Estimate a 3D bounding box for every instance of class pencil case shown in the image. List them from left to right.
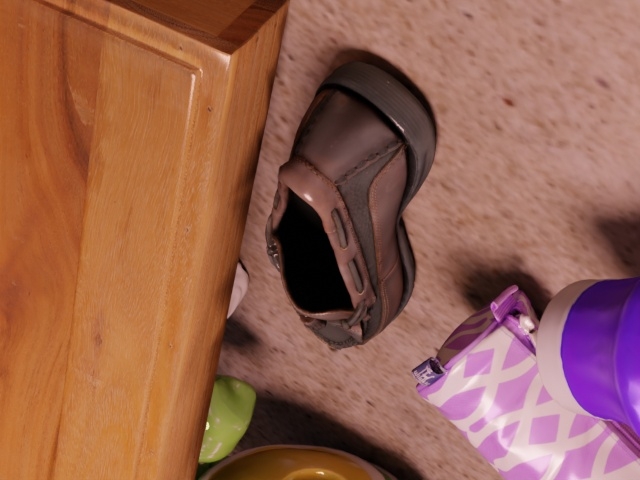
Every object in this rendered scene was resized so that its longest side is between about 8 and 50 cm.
[{"bbox_3d":[0.148,0.113,0.883,0.206,0.086,0.088,43,131,-2],"label":"pencil case"}]

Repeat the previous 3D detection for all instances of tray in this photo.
[{"bbox_3d":[-0.156,0.005,0.965,0.203,0.076,0.411,24,130,13],"label":"tray"}]

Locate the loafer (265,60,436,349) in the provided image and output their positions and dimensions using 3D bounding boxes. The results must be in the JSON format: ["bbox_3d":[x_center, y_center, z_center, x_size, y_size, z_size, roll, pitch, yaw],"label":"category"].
[{"bbox_3d":[0.000,0.000,0.915,0.096,0.084,0.267,36,155,15],"label":"loafer"}]

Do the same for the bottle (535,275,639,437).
[{"bbox_3d":[0.204,0.052,0.656,0.283,0.092,0.118,2,100,57],"label":"bottle"}]

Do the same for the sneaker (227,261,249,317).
[{"bbox_3d":[-0.154,0.023,1.083,0.232,0.115,0.090,31,154,-28],"label":"sneaker"}]

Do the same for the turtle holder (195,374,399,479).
[{"bbox_3d":[-0.014,0.247,1.217,0.227,0.243,0.320,-24,75,49],"label":"turtle holder"}]
